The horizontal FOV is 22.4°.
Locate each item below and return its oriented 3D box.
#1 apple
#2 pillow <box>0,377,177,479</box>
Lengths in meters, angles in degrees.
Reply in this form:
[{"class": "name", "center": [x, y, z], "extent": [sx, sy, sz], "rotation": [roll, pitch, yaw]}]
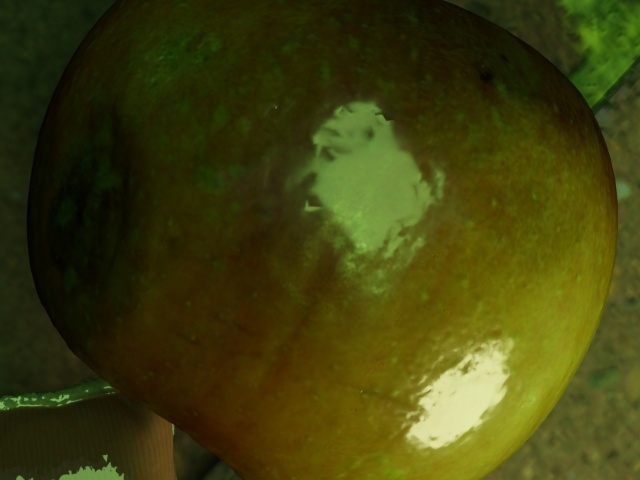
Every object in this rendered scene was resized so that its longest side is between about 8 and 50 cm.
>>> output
[{"class": "apple", "center": [0.000, 0.000, 0.651], "extent": [0.237, 0.237, 0.207], "rotation": [26, 89, -10]}, {"class": "pillow", "center": [-0.145, 0.143, 0.666], "extent": [0.179, 0.075, 0.171], "rotation": [-3, 88, -12]}]
